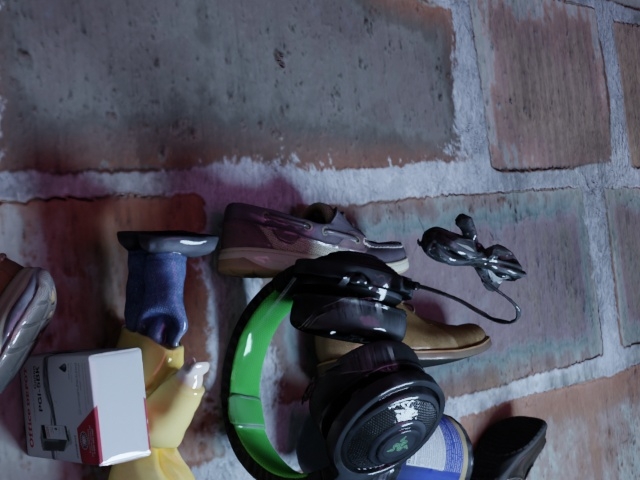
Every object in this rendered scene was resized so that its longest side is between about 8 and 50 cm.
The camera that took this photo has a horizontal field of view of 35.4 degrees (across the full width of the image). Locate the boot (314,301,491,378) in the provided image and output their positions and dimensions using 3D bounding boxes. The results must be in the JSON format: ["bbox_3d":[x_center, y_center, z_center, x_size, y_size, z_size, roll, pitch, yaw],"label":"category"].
[{"bbox_3d":[0.114,0.114,1.308,0.305,0.112,0.115,1,73,-44],"label":"boot"}]

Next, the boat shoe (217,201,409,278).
[{"bbox_3d":[0.000,0.000,1.203,0.285,0.102,0.092,2,88,-40],"label":"boat shoe"}]

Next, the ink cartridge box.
[{"bbox_3d":[-0.220,0.151,0.924,0.056,0.135,0.099,-4,87,-43],"label":"ink cartridge box"}]

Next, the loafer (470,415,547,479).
[{"bbox_3d":[0.261,0.337,1.450,0.220,0.080,0.078,-38,121,-37],"label":"loafer"}]

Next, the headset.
[{"bbox_3d":[0.028,0.105,1.007,0.185,0.394,0.243,21,47,-45],"label":"headset"}]

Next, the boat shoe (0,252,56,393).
[{"bbox_3d":[-0.347,0.145,0.825,0.116,0.123,0.324,30,68,-2],"label":"boat shoe"}]

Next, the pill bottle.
[{"bbox_3d":[0.078,0.260,1.229,0.219,0.122,0.123,19,71,-43],"label":"pill bottle"}]

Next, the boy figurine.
[{"bbox_3d":[-0.153,0.132,0.969,0.092,0.177,0.285,0,90,-32],"label":"boy figurine"}]
